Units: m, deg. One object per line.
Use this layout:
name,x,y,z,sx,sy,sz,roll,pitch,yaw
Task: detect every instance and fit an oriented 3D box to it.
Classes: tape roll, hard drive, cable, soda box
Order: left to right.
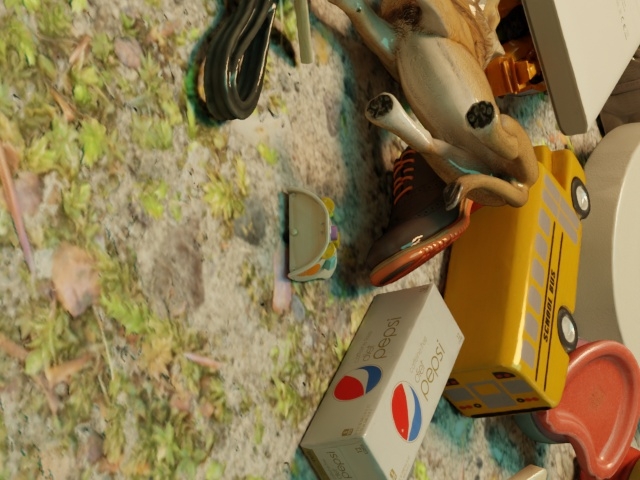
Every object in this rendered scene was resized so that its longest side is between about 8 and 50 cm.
cable,-0.065,-0.233,1.154,0.139,0.072,0.287,40,58,-67
soda box,0.060,0.135,1.181,0.074,0.069,0.216,60,35,-24
hard drive,0.332,-0.287,1.605,0.307,0.040,0.203,-50,126,-49
tape roll,0.457,0.032,1.760,0.392,0.072,0.391,0,90,-50

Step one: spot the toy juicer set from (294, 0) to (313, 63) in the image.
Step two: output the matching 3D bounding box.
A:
toy juicer set,0.039,-0.334,1.137,0.209,0.090,0.329,51,54,-75

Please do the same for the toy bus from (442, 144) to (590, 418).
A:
toy bus,0.210,0.031,1.414,0.130,0.108,0.332,45,45,-38

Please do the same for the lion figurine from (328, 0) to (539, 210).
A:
lion figurine,0.132,-0.139,1.262,0.240,0.142,0.392,40,33,-48

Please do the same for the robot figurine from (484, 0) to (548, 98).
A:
robot figurine,0.259,-0.273,1.613,0.291,0.085,0.211,-33,108,-56

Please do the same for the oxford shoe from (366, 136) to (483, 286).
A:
oxford shoe,0.096,-0.038,1.296,0.098,0.097,0.271,51,32,-3

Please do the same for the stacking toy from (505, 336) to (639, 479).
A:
stacking toy,0.278,0.273,1.485,0.279,0.130,0.309,-45,118,-24

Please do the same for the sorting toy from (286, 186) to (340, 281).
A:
sorting toy,0.000,0.000,1.171,0.075,0.045,0.083,47,39,-67

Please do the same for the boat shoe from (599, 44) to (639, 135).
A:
boat shoe,0.431,-0.284,1.867,0.130,0.132,0.355,-64,141,-57
